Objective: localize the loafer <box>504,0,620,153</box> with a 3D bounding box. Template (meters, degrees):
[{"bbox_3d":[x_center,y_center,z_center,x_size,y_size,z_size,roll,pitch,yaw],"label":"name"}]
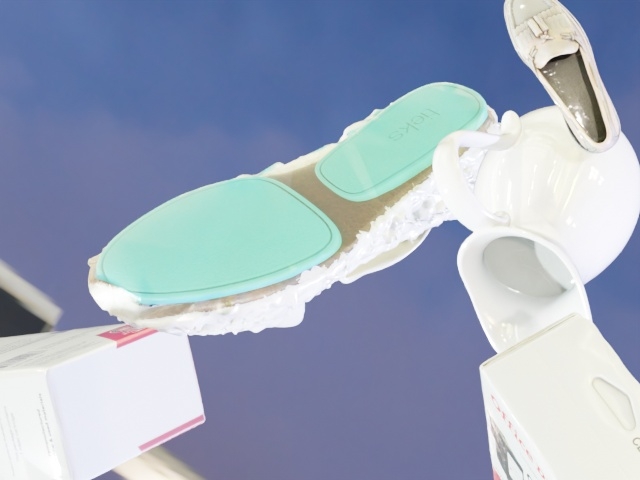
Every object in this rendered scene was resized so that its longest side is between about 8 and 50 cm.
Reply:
[{"bbox_3d":[0.163,-0.115,0.882,0.045,0.039,0.125,-30,-90,11],"label":"loafer"}]

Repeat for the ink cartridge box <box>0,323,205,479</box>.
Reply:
[{"bbox_3d":[-0.285,0.161,1.305,0.273,0.197,0.114,-8,-83,34],"label":"ink cartridge box"}]

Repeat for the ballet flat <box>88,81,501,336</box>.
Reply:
[{"bbox_3d":[0.000,0.000,1.123,0.147,0.409,0.147,40,-35,36],"label":"ballet flat"}]

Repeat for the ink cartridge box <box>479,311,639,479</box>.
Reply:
[{"bbox_3d":[0.162,0.146,0.808,0.127,0.072,0.175,58,-9,35],"label":"ink cartridge box"}]

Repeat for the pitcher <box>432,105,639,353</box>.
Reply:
[{"bbox_3d":[0.156,-0.036,0.980,0.125,0.207,0.178,-19,-66,33],"label":"pitcher"}]
